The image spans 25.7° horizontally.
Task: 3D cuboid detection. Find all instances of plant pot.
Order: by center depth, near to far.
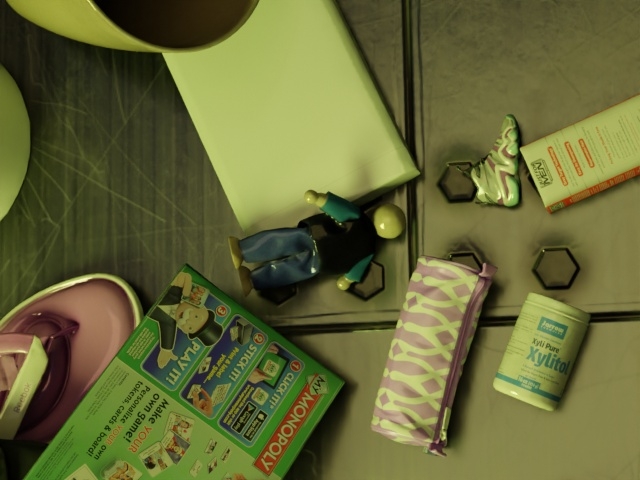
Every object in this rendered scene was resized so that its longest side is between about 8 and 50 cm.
[{"bbox_3d":[-0.237,-0.315,1.519,0.274,0.256,0.257,-2,79,50],"label":"plant pot"}]

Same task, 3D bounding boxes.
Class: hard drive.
[{"bbox_3d":[-0.045,-0.163,1.561,0.203,0.040,0.308,-28,76,10],"label":"hard drive"}]

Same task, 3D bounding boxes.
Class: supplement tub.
[{"bbox_3d":[0.225,0.113,1.428,0.071,0.071,0.107,20,88,17],"label":"supplement tub"}]

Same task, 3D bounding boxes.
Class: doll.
[{"bbox_3d":[0.000,0.000,1.496,0.189,0.046,0.129,-15,120,0],"label":"doll"}]

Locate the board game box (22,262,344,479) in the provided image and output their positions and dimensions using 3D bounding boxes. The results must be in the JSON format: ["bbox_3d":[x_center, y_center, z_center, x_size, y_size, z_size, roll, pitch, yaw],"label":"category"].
[{"bbox_3d":[-0.143,0.207,1.416,0.213,0.046,0.317,38,62,-5],"label":"board game box"}]

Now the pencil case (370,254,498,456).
[{"bbox_3d":[0.116,0.118,1.448,0.088,0.086,0.206,10,85,51],"label":"pencil case"}]

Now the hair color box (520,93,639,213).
[{"bbox_3d":[0.287,-0.091,1.456,0.141,0.043,0.072,-23,76,10],"label":"hair color box"}]

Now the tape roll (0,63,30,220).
[{"bbox_3d":[-0.490,-0.117,1.645,0.286,0.100,0.286,-2,81,15],"label":"tape roll"}]

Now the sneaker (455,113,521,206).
[{"bbox_3d":[0.178,-0.085,1.488,0.069,0.038,0.098,-1,81,15],"label":"sneaker"}]

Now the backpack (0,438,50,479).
[{"bbox_3d":[-0.299,0.410,1.444,0.290,0.273,0.356,1,55,7],"label":"backpack"}]

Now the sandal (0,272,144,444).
[{"bbox_3d":[-0.378,0.181,1.567,0.416,0.102,0.169,-32,75,8],"label":"sandal"}]
